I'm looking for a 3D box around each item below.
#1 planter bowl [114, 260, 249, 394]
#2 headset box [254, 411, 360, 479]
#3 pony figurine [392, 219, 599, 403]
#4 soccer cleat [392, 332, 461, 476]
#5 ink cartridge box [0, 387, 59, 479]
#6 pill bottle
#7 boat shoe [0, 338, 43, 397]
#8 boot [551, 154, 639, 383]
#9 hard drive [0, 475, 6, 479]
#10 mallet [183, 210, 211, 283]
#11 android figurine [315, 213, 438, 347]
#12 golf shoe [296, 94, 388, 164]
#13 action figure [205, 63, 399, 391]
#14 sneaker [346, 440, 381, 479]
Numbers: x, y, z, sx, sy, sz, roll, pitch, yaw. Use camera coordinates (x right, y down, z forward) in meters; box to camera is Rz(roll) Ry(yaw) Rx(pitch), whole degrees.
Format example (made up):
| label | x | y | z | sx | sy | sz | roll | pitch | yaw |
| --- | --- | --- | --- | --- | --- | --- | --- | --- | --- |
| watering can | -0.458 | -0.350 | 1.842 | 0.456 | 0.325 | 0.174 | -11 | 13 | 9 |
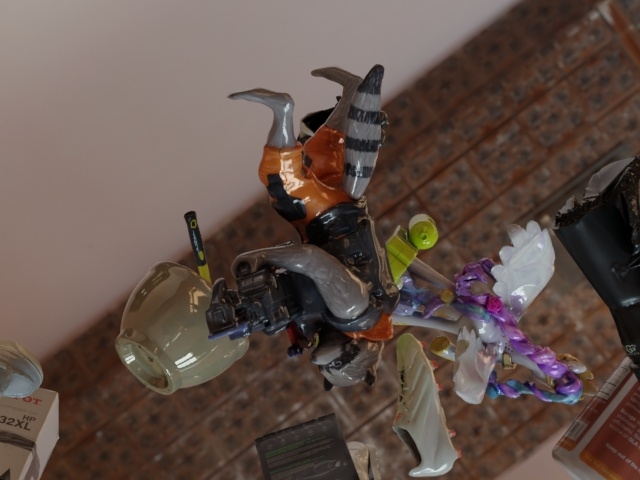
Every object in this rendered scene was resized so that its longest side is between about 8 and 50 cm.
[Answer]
| label | x | y | z | sx | sy | sz | roll | pitch | yaw |
| --- | --- | --- | --- | --- | --- | --- | --- | --- | --- |
| planter bowl | -0.186 | 0.121 | 1.566 | 0.162 | 0.109 | 0.162 | 30 | 147 | 22 |
| headset box | 0.012 | 0.411 | 1.763 | 0.283 | 0.131 | 0.246 | -116 | 9 | -70 |
| pony figurine | 0.273 | 0.137 | 2.112 | 0.363 | 0.303 | 0.351 | 23 | 164 | 39 |
| soccer cleat | 0.127 | 0.219 | 1.686 | 0.068 | 0.076 | 0.196 | 108 | 148 | -68 |
| ink cartridge box | -0.594 | 0.377 | 2.121 | 0.307 | 0.223 | 0.129 | -75 | -3 | -51 |
| pill bottle | 0.365 | 0.191 | 1.390 | 0.121 | 0.216 | 0.121 | 40 | 175 | 4 |
| boat shoe | -0.411 | 0.155 | 1.482 | 0.227 | 0.079 | 0.081 | 38 | -153 | -51 |
| boot | 0.366 | 0.002 | 1.267 | 0.207 | 0.246 | 0.094 | 62 | 159 | -7 |
| hard drive | -0.309 | 0.303 | 1.260 | 0.339 | 0.064 | 0.237 | 43 | 171 | -19 |
| mallet | -0.176 | 0.043 | 1.798 | 0.039 | 0.062 | 0.190 | 42 | 157 | 48 |
| android figurine | 0.076 | 0.063 | 1.798 | 0.056 | 0.248 | 0.273 | 39 | -173 | -1 |
| golf shoe | -0.007 | -0.124 | 1.624 | 0.094 | 0.198 | 0.077 | 33 | -142 | -30 |
| action figure | 0.000 | 0.000 | 1.277 | 0.341 | 0.178 | 0.330 | -42 | -57 | -71 |
| sneaker | 0.050 | 0.419 | 2.303 | 0.094 | 0.090 | 0.235 | 14 | -171 | -8 |
